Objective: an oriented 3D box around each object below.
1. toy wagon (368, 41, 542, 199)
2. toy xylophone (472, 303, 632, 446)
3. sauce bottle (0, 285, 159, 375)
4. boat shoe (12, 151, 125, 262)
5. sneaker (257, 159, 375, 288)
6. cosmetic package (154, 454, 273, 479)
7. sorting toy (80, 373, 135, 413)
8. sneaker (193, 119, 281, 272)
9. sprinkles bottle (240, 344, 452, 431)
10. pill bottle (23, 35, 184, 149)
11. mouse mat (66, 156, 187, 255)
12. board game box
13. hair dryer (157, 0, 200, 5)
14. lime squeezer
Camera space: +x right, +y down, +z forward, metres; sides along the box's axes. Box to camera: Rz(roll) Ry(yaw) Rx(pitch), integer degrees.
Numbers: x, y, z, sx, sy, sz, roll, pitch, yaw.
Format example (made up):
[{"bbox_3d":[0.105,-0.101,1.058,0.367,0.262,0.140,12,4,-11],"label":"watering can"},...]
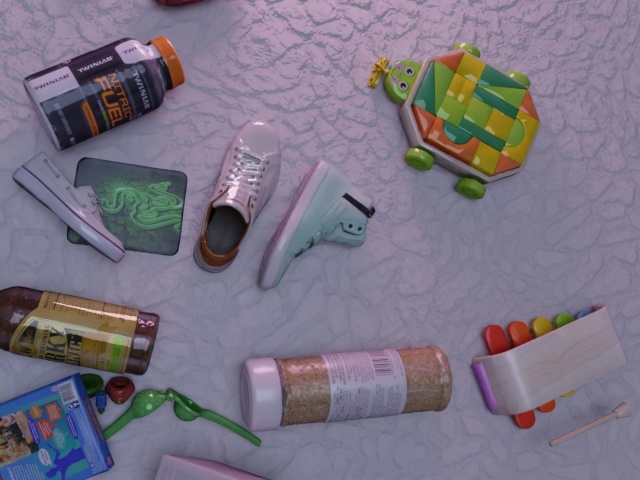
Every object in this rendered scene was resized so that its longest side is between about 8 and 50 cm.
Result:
[{"bbox_3d":[0.255,-0.252,1.508,0.344,0.068,0.267,27,76,-10],"label":"toy wagon"},{"bbox_3d":[0.455,0.252,1.484,0.323,0.081,0.236,-12,85,-17],"label":"toy xylophone"},{"bbox_3d":[-0.436,0.135,1.241,0.345,0.111,0.111,12,79,-12],"label":"sauce bottle"},{"bbox_3d":[-0.399,-0.060,1.284,0.226,0.083,0.076,41,77,-3],"label":"boat shoe"},{"bbox_3d":[0.000,0.000,1.389,0.151,0.094,0.255,32,76,-12],"label":"sneaker"},{"bbox_3d":[-0.154,0.433,1.212,0.151,0.184,0.151,32,70,-54],"label":"cosmetic package"},{"bbox_3d":[-0.357,0.253,1.280,0.102,0.061,0.042,4,116,-8],"label":"sorting toy"},{"bbox_3d":[-0.131,-0.084,1.350,0.106,0.123,0.290,20,76,-10],"label":"sneaker"},{"bbox_3d":[0.045,0.252,1.349,0.356,0.121,0.121,-2,83,-16],"label":"sprinkles bottle"},{"bbox_3d":[-0.354,-0.257,1.307,0.246,0.130,0.130,-28,90,-17],"label":"pill bottle"},{"bbox_3d":[-0.332,-0.058,1.350,0.190,0.007,0.152,8,80,-15],"label":"mouse mat"},{"bbox_3d":[-0.451,0.319,1.217,0.210,0.047,0.160,-21,89,-4],"label":"board game box"},{"bbox_3d":[-0.256,-0.528,1.399,0.294,0.080,0.223,26,76,-11],"label":"hair dryer"},{"bbox_3d":[-0.248,0.300,1.296,0.311,0.059,0.109,0,82,-16],"label":"lime squeezer"}]
